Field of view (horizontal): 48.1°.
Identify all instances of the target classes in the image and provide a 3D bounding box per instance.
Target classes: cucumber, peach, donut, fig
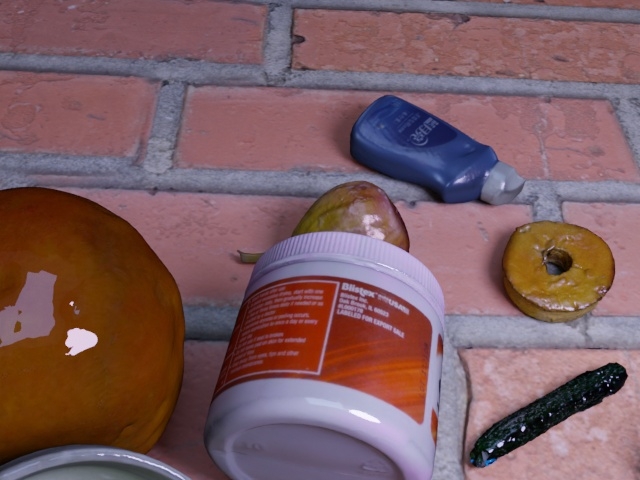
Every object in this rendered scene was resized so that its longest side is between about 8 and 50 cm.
[{"bbox_3d":[0.295,0.223,0.933,0.256,0.043,0.044,-22,49,-21],"label":"cucumber"},{"bbox_3d":[-0.311,0.109,0.795,0.342,0.343,0.302,-13,60,-14],"label":"peach"},{"bbox_3d":[0.350,0.051,1.075,0.162,0.065,0.178,24,52,22],"label":"donut"},{"bbox_3d":[0.000,0.000,1.062,0.257,0.159,0.159,-10,48,10],"label":"fig"}]

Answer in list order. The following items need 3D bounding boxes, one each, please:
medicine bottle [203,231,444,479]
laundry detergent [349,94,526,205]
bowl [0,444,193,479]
[{"bbox_3d":[0.013,0.157,0.832,0.252,0.252,0.241,9,50,4],"label":"medicine bottle"},{"bbox_3d":[0.199,-0.141,1.208,0.290,0.094,0.143,27,49,19],"label":"laundry detergent"},{"bbox_3d":[-0.233,0.339,0.654,0.307,0.163,0.307,4,80,-28],"label":"bowl"}]
